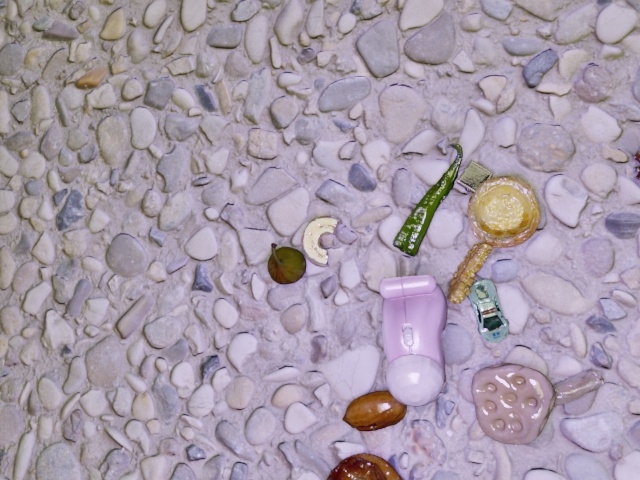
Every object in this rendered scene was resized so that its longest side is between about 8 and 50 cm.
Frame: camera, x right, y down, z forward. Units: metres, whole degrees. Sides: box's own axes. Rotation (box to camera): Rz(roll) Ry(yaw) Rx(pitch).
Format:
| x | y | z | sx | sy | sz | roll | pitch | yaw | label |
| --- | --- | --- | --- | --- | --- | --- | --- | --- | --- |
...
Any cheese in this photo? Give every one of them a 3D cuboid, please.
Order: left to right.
| x | y | z | sx | sy | sz | roll | pitch | yaw | label |
| --- | --- | --- | --- | --- | --- | --- | --- | --- | --- |
| 0.519 | 0.433 | 1.437 | 0.218 | 0.117 | 0.235 | 49 | 113 | 25 | cheese |

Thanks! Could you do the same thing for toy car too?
| x | y | z | sx | sy | sz | roll | pitch | yaw | label |
| --- | --- | --- | --- | --- | --- | --- | --- | --- | --- |
| 0.486 | 0.202 | 1.521 | 0.093 | 0.058 | 0.186 | -17 | 78 | 10 | toy car |

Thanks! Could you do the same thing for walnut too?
| x | y | z | sx | sy | sz | roll | pitch | yaw | label |
| --- | --- | --- | --- | --- | --- | --- | --- | --- | --- |
| 0.156 | 0.499 | 1.539 | 0.207 | 0.115 | 0.116 | -21 | 78 | 17 | walnut |

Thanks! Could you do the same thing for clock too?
| x | y | z | sx | sy | sz | roll | pitch | yaw | label |
| --- | --- | --- | --- | --- | --- | --- | --- | --- | --- |
| 0.258 | 0.279 | 1.434 | 0.183 | 0.342 | 0.326 | -4 | 73 | 19 | clock |

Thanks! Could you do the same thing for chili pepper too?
| x | y | z | sx | sy | sz | roll | pitch | yaw | label |
| --- | --- | --- | --- | --- | --- | --- | --- | --- | --- |
| 0.333 | -0.122 | 1.595 | 0.084 | 0.076 | 0.359 | 27 | 95 | -2 | chili pepper |

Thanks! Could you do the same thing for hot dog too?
| x | y | z | sx | sy | sz | roll | pitch | yaw | label |
| --- | --- | --- | --- | --- | --- | --- | --- | --- | --- |
| 0.152 | 0.798 | 1.467 | 0.266 | 0.174 | 0.388 | -22 | 79 | 13 | hot dog |

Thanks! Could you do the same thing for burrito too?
| x | y | z | sx | sy | sz | roll | pitch | yaw | label |
| --- | --- | --- | --- | --- | --- | --- | --- | --- | --- |
| 0.688 | 0.408 | 1.447 | 0.188 | 0.045 | 0.058 | -29 | 77 | 9 | burrito |

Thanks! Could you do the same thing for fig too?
| x | y | z | sx | sy | sz | roll | pitch | yaw | label |
| --- | --- | --- | --- | --- | --- | --- | --- | --- | --- |
| -0.113 | 0.063 | 1.603 | 0.124 | 0.236 | 0.125 | -2 | 74 | 7 | fig |

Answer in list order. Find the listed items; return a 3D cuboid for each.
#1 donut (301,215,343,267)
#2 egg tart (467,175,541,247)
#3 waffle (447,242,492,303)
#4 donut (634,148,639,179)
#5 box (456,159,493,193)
| x | y | z | sx | sy | sz | roll | pitch | yaw | label |
| --- | --- | --- | --- | --- | --- | --- | --- | --- | --- |
| -0.003 | -0.004 | 1.669 | 0.108 | 0.065 | 0.166 | 18 | 89 | 11 | donut |
| 0.528 | -0.078 | 1.531 | 0.212 | 0.090 | 0.213 | -2 | 81 | 12 | egg tart |
| 0.424 | 0.096 | 1.507 | 0.051 | 0.149 | 0.194 | 32 | 91 | -1 | waffle |
| 0.945 | -0.225 | 1.430 | 0.144 | 0.126 | 0.187 | 26 | 90 | 9 | donut |
| 0.463 | -0.185 | 1.589 | 0.079 | 0.035 | 0.083 | 35 | 91 | 16 | box |
